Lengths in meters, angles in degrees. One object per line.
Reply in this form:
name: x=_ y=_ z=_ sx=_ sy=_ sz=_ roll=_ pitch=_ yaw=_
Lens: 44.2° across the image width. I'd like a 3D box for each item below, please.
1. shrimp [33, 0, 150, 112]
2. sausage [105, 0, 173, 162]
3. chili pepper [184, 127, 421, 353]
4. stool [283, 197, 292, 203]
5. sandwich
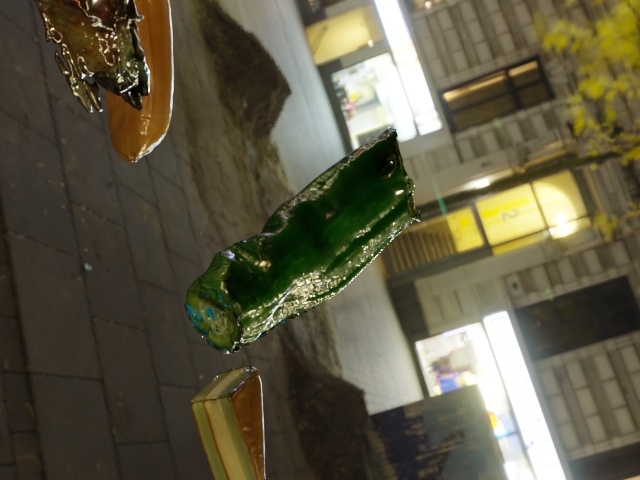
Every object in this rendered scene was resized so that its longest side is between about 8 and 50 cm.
shrimp: x=-0.155 y=-0.263 z=0.588 sx=0.365 sy=0.071 sz=0.233 roll=86 pitch=21 yaw=-57
sausage: x=-0.320 y=-0.298 z=1.388 sx=0.116 sy=0.134 sz=0.354 roll=17 pitch=66 yaw=-58
chili pepper: x=-0.002 y=-0.001 z=0.561 sx=0.224 sy=0.061 sz=0.098 roll=-40 pitch=139 yaw=-34
stool: x=0.000 y=-0.017 z=1.099 sx=0.096 sy=0.110 sz=0.096 roll=-177 pitch=-90 yaw=-86
sandwich: x=-0.119 y=0.286 z=1.182 sx=0.113 sy=0.079 sz=0.163 roll=-40 pitch=115 yaw=-66
